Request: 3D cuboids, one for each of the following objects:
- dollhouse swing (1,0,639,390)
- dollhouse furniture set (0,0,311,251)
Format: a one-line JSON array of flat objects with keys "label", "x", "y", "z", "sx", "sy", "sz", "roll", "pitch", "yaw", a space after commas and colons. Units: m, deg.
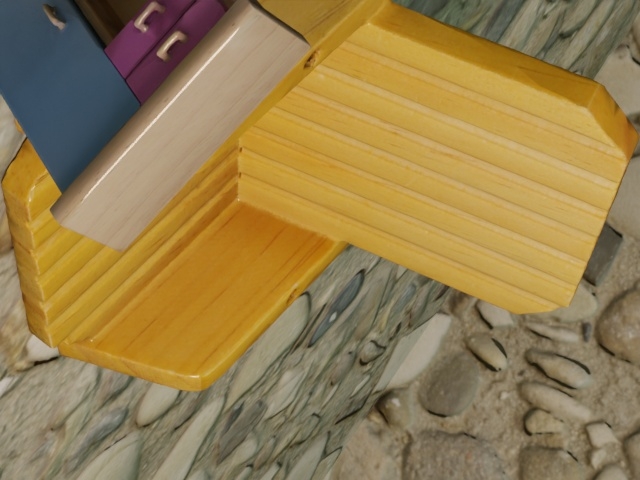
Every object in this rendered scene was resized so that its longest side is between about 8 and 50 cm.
[{"label": "dollhouse swing", "x": 0.000, "y": 0.000, "z": 1.197, "sx": 0.315, "sy": 0.305, "sz": 0.347, "roll": -46, "pitch": 163, "yaw": -25}, {"label": "dollhouse furniture set", "x": -0.147, "y": -0.182, "z": 0.714, "sx": 0.286, "sy": 0.198, "sz": 0.303, "roll": -46, "pitch": 143, "yaw": 12}]
